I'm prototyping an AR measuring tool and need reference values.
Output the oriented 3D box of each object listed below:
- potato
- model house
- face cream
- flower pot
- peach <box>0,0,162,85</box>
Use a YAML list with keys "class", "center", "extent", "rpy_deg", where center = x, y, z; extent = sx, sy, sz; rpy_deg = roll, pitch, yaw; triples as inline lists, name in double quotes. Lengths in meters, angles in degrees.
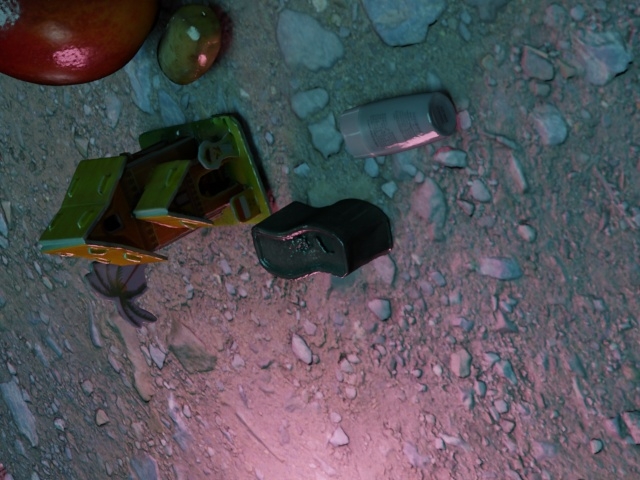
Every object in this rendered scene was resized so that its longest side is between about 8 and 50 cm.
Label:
- class: "potato"
  center: [-0.219, -0.329, 2.083]
  extent: [0.107, 0.080, 0.170]
  rpy_deg: [50, 145, 10]
- class: "model house"
  center: [-0.288, -0.003, 2.169]
  extent: [0.300, 0.323, 0.340]
  rpy_deg: [-3, 111, 49]
- class: "face cream"
  center: [0.113, -0.172, 1.847]
  extent: [0.198, 0.057, 0.084]
  rpy_deg: [-6, 108, 51]
- class: "flower pot"
  center: [0.000, 0.000, 2.035]
  extent: [0.229, 0.108, 0.103]
  rpy_deg: [0, 114, 48]
- class: "peach"
  center: [-0.452, -0.416, 2.055]
  extent: [0.370, 0.370, 0.370]
  rpy_deg: [26, 130, 35]
